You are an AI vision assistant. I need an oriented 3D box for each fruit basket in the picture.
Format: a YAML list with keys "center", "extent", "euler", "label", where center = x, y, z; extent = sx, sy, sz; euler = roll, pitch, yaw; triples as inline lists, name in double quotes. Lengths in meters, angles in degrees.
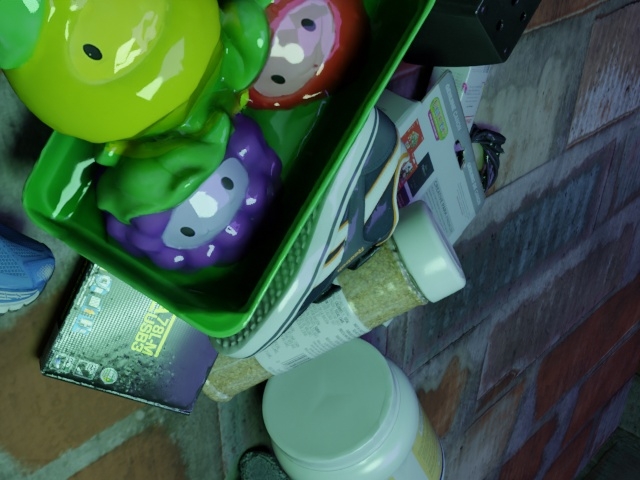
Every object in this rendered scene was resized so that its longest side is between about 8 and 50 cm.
- center: [-0.106, -0.135, 0.637]
  extent: [0.392, 0.283, 0.392]
  euler: [-56, 168, -18]
  label: "fruit basket"

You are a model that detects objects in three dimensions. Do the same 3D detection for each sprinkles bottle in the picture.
- center: [-0.001, 0.080, 0.961]
  extent: [0.355, 0.121, 0.121]
  euler: [-28, 145, 12]
  label: "sprinkles bottle"

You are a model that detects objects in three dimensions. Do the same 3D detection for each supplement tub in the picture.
- center: [0.059, 0.319, 1.240]
  extent: [0.241, 0.241, 0.331]
  euler: [-49, 142, -17]
  label: "supplement tub"

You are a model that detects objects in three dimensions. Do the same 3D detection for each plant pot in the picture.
- center: [0.192, -0.341, 1.026]
  extent: [0.188, 0.167, 0.187]
  euler: [-60, 145, -3]
  label: "plant pot"

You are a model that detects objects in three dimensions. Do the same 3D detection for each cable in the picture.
- center: [0.265, -0.132, 1.370]
  extent: [0.184, 0.047, 0.150]
  euler: [-2, 119, -53]
  label: "cable"

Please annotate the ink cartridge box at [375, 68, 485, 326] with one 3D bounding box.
- center: [0.094, -0.072, 1.114]
  extent: [0.272, 0.130, 0.309]
  euler: [-48, 143, -15]
  label: "ink cartridge box"

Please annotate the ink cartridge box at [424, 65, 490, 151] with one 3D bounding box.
- center: [0.210, -0.233, 1.194]
  extent: [0.104, 0.061, 0.181]
  euler: [-19, 128, -60]
  label: "ink cartridge box"

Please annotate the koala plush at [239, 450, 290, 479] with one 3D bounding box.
- center: [-0.075, 0.494, 1.258]
  extent: [0.196, 0.203, 0.221]
  euler: [-48, 154, -18]
  label: "koala plush"

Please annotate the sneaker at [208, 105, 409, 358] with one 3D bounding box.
- center: [0.000, 0.000, 0.857]
  extent: [0.127, 0.126, 0.321]
  euler: [29, 92, -43]
  label: "sneaker"

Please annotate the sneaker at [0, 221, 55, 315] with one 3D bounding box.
- center: [-0.327, -0.050, 0.614]
  extent: [0.147, 0.130, 0.330]
  euler: [-53, 144, -7]
  label: "sneaker"

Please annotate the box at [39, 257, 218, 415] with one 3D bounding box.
- center: [-0.196, 0.088, 0.875]
  extent: [0.184, 0.045, 0.190]
  euler: [24, 93, -25]
  label: "box"
